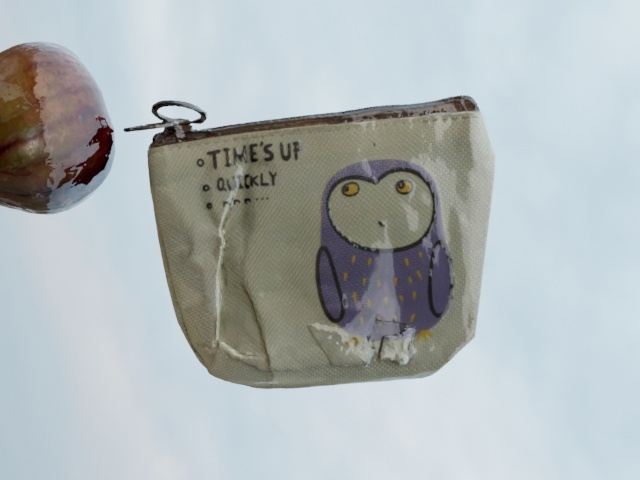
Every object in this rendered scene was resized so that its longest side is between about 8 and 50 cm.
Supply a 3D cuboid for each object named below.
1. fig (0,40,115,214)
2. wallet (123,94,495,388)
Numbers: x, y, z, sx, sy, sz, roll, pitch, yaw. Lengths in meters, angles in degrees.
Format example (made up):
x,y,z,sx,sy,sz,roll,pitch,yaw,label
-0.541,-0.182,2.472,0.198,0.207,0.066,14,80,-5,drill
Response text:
x,y,z,sx,sy,sz,roll,pitch,yaw,label
-0.265,-0.084,1.159,0.149,0.202,0.148,25,-25,18,fig
0.000,-0.002,1.194,0.068,0.335,0.275,-106,-169,-83,wallet
